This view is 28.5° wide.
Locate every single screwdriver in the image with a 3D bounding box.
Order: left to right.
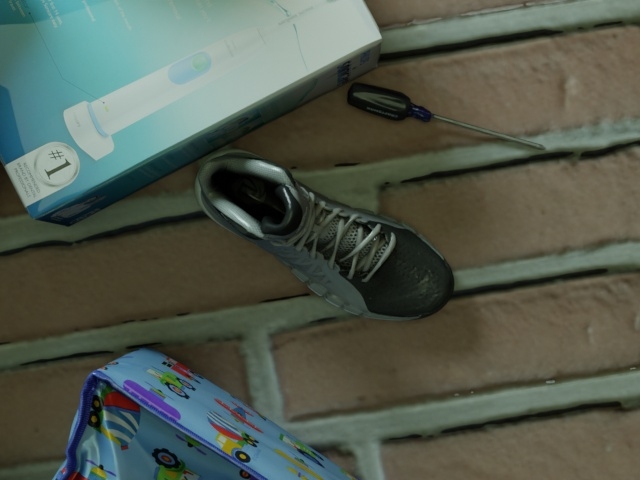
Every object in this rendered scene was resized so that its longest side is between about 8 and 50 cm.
[{"bbox_3d":[0.103,-0.095,1.035,0.170,0.024,0.025,20,119,-6],"label":"screwdriver"}]

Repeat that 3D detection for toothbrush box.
[{"bbox_3d":[-0.129,-0.172,0.980,0.295,0.126,0.216,-28,88,1],"label":"toothbrush box"}]

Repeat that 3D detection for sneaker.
[{"bbox_3d":[0.000,0.000,0.975,0.228,0.132,0.086,25,90,1],"label":"sneaker"}]

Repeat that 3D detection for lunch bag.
[{"bbox_3d":[-0.039,0.197,0.931,0.293,0.221,0.138,21,90,1],"label":"lunch bag"}]
